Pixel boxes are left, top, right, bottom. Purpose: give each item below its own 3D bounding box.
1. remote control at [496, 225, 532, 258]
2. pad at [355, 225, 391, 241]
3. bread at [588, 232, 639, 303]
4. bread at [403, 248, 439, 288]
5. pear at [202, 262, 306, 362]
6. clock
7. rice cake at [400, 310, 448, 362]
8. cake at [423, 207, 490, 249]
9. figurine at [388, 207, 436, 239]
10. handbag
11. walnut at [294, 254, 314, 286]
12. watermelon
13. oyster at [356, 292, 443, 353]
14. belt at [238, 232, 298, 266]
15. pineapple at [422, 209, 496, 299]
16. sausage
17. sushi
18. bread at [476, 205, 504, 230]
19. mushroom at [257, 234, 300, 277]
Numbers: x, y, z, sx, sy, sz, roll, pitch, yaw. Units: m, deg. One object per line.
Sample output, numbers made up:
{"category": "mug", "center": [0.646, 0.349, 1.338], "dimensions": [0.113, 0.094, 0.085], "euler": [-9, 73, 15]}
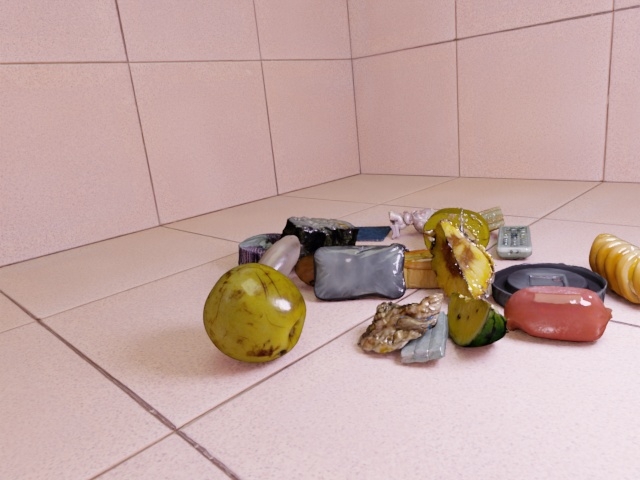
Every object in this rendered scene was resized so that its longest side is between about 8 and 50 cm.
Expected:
{"category": "remote control", "center": [0.788, 0.006, 1.955], "dimensions": [0.128, 0.065, 0.335], "euler": [-2, 16, 23]}
{"category": "pad", "center": [0.212, -0.035, 2.415], "dimensions": [0.269, 0.012, 0.270], "euler": [-1, 17, 18]}
{"category": "bread", "center": [0.908, 0.091, 1.426], "dimensions": [0.121, 0.172, 0.311], "euler": [-26, 13, 9]}
{"category": "bread", "center": [0.389, 0.095, 1.695], "dimensions": [0.289, 0.119, 0.152], "euler": [-3, 12, 13]}
{"category": "pear", "center": [-0.172, 0.196, 1.297], "dimensions": [0.284, 0.283, 0.283], "euler": [-6, 16, 2]}
{"category": "clock", "center": [0.696, 0.146, 1.486], "dimensions": [0.326, 0.067, 0.325], "euler": [-6, 16, 2]}
{"category": "rice cake", "center": [0.275, 0.256, 1.265], "dimensions": [0.124, 0.038, 0.211], "euler": [-16, 13, 26]}
{"category": "cake", "center": [0.560, -0.038, 1.982], "dimensions": [0.261, 0.178, 0.156], "euler": [-1, 17, 22]}
{"category": "figurine", "center": [0.459, -0.084, 2.300], "dimensions": [0.257, 0.144, 0.182], "euler": [-6, -5, 8]}
{"category": "handbag", "center": [0.136, 0.106, 1.629], "dimensions": [0.333, 0.191, 0.075], "euler": [-3, -15, 11]}
{"category": "walnut", "center": [0.022, 0.106, 1.752], "dimensions": [0.246, 0.137, 0.137], "euler": [-3, 16, 12]}
{"category": "watermelon", "center": [0.399, 0.207, 1.250], "dimensions": [0.123, 0.128, 0.301], "euler": [-12, -1, -3]}
{"category": "oyster", "center": [0.205, 0.218, 1.291], "dimensions": [0.223, 0.083, 0.214], "euler": [-39, 14, -30]}
{"category": "belt", "center": [-0.223, 0.046, 2.088], "dimensions": [0.261, 0.122, 0.325], "euler": [-1, 17, -2]}
{"category": "pineapple", "center": [0.448, 0.078, 1.543], "dimensions": [0.159, 0.161, 0.334], "euler": [-12, 59, -22]}
{"category": "sausage", "center": [0.610, 0.190, 1.246], "dimensions": [0.255, 0.148, 0.148], "euler": [3, 18, 21]}
{"category": "sushi", "center": [0.000, 0.000, 1.973], "dimensions": [0.350, 0.170, 0.211], "euler": [0, 19, -44]}
{"category": "bread", "center": [0.710, -0.077, 2.154], "dimensions": [0.197, 0.102, 0.138], "euler": [-14, -8, -22]}
{"category": "mushroom", "center": [-0.175, 0.108, 1.729], "dimensions": [0.129, 0.128, 0.350], "euler": [3, 38, 29]}
